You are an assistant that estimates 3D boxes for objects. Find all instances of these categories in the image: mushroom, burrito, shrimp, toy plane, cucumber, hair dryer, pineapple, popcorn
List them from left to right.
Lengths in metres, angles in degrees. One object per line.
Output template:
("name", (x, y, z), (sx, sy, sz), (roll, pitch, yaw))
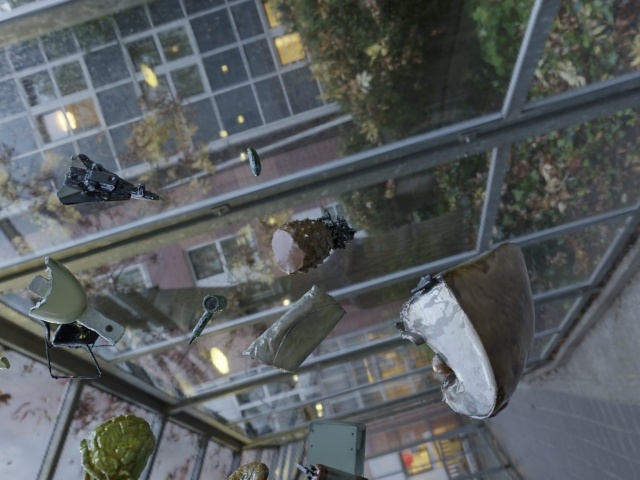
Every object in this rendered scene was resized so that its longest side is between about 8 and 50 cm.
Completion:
("popcorn", (-0.664, 0.684, 1.963), (0.174, 0.225, 0.286), (-60, 6, 39))
("toy plane", (-0.677, -0.177, 2.005), (0.103, 0.315, 0.204), (104, 174, -59))
("hair dryer", (-0.292, 0.204, 1.554), (0.047, 0.150, 0.071), (31, 180, 11))
("shrimp", (-0.288, 0.855, 2.061), (0.152, 0.287, 0.063), (8, 128, 50))
("cucumber", (-0.234, -0.282, 2.178), (0.039, 0.039, 0.168), (70, -178, -49))
("burrito", (-0.072, 0.264, 1.735), (0.143, 0.299, 0.105), (54, 160, -22))
("pineapple", (0.000, 0.000, 1.745), (0.157, 0.278, 0.158), (18, 115, 43))
("mushroom", (0.406, 0.179, 1.412), (0.314, 0.397, 0.224), (57, 140, 14))

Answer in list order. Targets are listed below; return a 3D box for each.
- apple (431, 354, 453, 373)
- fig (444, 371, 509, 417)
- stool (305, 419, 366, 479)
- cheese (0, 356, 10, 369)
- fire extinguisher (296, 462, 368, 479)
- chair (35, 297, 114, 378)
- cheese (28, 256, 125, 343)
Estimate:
("apple", (0.434, 0.432, 2.162), (0.071, 0.083, 0.084), (140, 114, -79))
("fig", (0.555, 0.507, 2.184), (0.263, 0.223, 0.224), (-104, -4, -49))
("stool", (0.056, 0.758, 2.098), (0.244, 0.170, 0.270), (55, -142, -70))
("cheese", (-0.991, 0.386, 1.889), (0.044, 0.083, 0.030), (59, -156, -13))
("fire extinguisher", (0.029, 0.555, 1.431), (0.050, 0.177, 0.062), (-66, 19, -3))
("chair", (-0.672, 0.248, 1.674), (0.140, 0.145, 0.221), (-92, -2, -61))
("cheese", (-0.539, 0.148, 1.356), (0.235, 0.127, 0.049), (36, 157, -16))
